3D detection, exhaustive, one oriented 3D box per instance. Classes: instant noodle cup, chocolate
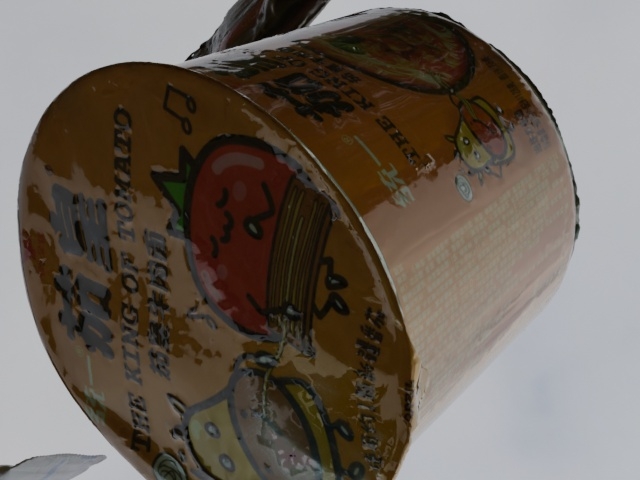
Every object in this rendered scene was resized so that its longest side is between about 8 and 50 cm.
[{"bbox_3d":[0.000,0.000,0.850,0.216,0.215,0.172,19,-147,34],"label":"instant noodle cup"},{"bbox_3d":[-0.025,-0.150,1.210,0.182,0.028,0.086,-44,-150,21],"label":"chocolate"}]

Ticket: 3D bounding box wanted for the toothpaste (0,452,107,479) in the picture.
[{"bbox_3d":[-0.236,0.151,1.067,0.234,0.089,0.057,-17,-100,19],"label":"toothpaste"}]
